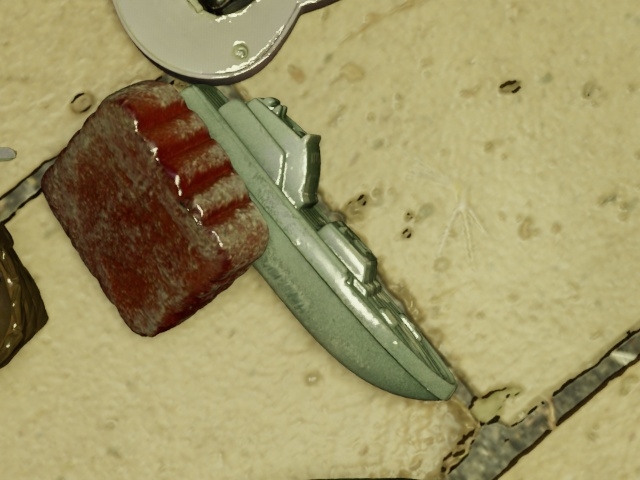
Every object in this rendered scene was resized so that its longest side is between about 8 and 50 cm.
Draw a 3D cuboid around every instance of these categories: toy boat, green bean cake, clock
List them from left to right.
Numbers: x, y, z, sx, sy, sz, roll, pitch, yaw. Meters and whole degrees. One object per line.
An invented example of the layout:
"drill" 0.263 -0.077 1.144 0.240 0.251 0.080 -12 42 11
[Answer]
"green bean cake" -0.104 -0.020 1.028 0.056 0.135 0.135 -29 83 -39
"clock" -0.060 -0.209 1.076 0.198 0.064 0.172 -39 87 -4
"toy boat" 0.000 0.000 1.050 0.085 0.078 0.260 -41 84 11

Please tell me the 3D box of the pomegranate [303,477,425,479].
"pomegranate" 0.030 0.266 0.956 0.254 0.254 0.270 -40 96 -3

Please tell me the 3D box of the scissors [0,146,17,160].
"scissors" -0.297 -0.056 1.088 0.189 0.015 0.100 -2 86 -2

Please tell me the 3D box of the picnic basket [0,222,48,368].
"picnic basket" -0.245 0.029 0.997 0.128 0.178 0.137 -34 86 -2
